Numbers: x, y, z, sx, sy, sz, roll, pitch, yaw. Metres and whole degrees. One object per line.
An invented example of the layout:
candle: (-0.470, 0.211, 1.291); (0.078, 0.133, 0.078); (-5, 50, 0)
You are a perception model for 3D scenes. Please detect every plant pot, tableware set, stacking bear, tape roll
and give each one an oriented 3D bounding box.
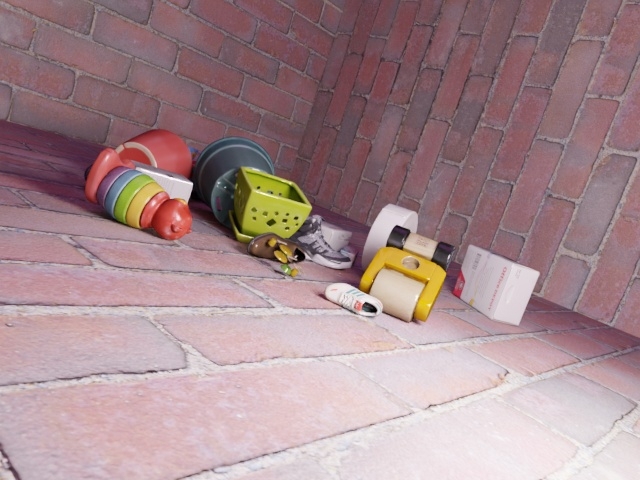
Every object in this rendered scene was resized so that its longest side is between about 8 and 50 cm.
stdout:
plant pot: (-0.686, -0.302, 2.050); (0.275, 0.274, 0.243); (19, 18, 4)
plant pot: (-0.192, -0.101, 1.789); (0.228, 0.207, 0.227); (14, 22, -26)
tableware set: (-0.110, 0.051, 1.527); (0.104, 0.024, 0.154); (23, 26, -49)
plant pot: (-0.317, -0.206, 2.018); (0.341, 0.341, 0.334); (16, 17, -22)
stacking bear: (-0.489, -0.105, 1.441); (0.289, 0.164, 0.175); (31, -4, 7)
tape roll: (0.260, 0.009, 1.913); (0.100, 0.286, 0.286); (23, 9, 23)

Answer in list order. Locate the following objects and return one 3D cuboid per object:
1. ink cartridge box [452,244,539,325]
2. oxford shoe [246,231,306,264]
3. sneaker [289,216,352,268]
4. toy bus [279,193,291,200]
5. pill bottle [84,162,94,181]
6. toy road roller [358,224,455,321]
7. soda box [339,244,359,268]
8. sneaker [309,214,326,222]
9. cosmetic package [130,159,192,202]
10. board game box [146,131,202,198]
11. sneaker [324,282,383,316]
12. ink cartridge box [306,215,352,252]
ink cartridge box: (0.667, 0.166, 1.994); (0.131, 0.226, 0.306); (15, 10, -19)
oxford shoe: (-0.130, 0.030, 1.617); (0.227, 0.082, 0.096); (6, 23, -47)
sneaker: (0.000, 0.000, 1.842); (0.269, 0.153, 0.101); (20, 8, 7)
toy bus: (-0.185, -0.175, 2.500); (0.191, 0.104, 0.202); (30, -24, 21)
pill bottle: (-0.746, -0.207, 1.752); (0.094, 0.094, 0.169); (14, 9, -33)
toy road roller: (0.258, 0.135, 1.549); (0.203, 0.240, 0.329); (22, 46, 18)
soda box: (0.108, 0.062, 2.012); (0.063, 0.058, 0.183); (20, 7, 6)
sneaker: (-0.011, -0.058, 2.428); (0.153, 0.099, 0.282); (32, 7, 29)
cosmetic package: (-0.536, -0.154, 1.661); (0.184, 0.151, 0.151); (14, 10, -32)
board game box: (-0.629, -0.322, 2.324); (0.308, 0.086, 0.302); (21, -23, 11)
sneaker: (0.086, 0.155, 1.335); (0.161, 0.057, 0.075); (22, 3, 4)
ink cartridge box: (-0.036, -0.032, 2.116); (0.273, 0.114, 0.197); (22, 8, 26)
